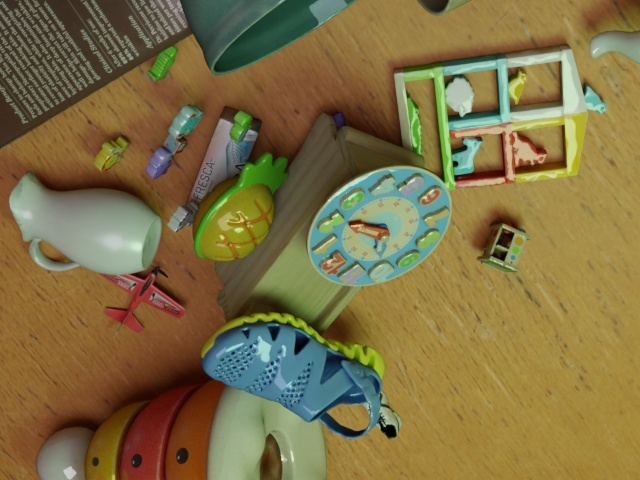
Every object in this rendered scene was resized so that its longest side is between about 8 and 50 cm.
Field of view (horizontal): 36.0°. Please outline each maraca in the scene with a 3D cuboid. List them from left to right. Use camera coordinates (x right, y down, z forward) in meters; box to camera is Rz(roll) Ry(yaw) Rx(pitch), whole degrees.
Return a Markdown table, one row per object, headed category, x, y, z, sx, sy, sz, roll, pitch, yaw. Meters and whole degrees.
| category | x | y | z | sx | sy | sz | roll | pitch | yaw |
| --- | --- | --- | --- | --- | --- | --- | --- | --- | --- |
| maraca | -0.111 | -0.046 | 1.389 | 0.099 | 0.127 | 0.185 | 42 | 106 | 22 |

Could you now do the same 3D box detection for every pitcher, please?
| category | x | y | z | sx | sy | sz | roll | pitch | yaw |
| --- | --- | --- | --- | --- | --- | --- | --- | --- | --- |
| pitcher | -0.350 | -0.004 | 1.484 | 0.207 | 0.125 | 0.177 | 14 | 137 | 7 |

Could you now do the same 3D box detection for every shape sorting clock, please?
| category | x | y | z | sx | sy | sz | roll | pitch | yaw |
| --- | --- | --- | --- | --- | --- | --- | --- | --- | --- |
| shape sorting clock | 0.080 | -0.015 | 1.304 | 0.206 | 0.040 | 0.206 | -11 | 136 | -11 |

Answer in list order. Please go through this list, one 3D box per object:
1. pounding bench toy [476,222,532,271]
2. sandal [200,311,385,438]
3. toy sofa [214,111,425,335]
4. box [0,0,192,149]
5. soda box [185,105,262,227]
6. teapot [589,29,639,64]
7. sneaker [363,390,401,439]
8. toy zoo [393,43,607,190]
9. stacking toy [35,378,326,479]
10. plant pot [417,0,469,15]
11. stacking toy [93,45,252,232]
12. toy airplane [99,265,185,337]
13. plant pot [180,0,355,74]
| category | x | y | z | sx | sy | sz | roll | pitch | yaw |
| --- | --- | --- | --- | --- | --- | --- | --- | --- | --- |
| pounding bench toy | 0.274 | 0.009 | 1.494 | 0.052 | 0.083 | 0.065 | 23 | 83 | -11 |
| sandal | -0.023 | 0.198 | 1.409 | 0.317 | 0.138 | 0.126 | 17 | 127 | -30 |
| toy sofa | 0.000 | 0.000 | 1.446 | 0.150 | 0.177 | 0.362 | 18 | 124 | -33 |
| box | -0.350 | -0.290 | 1.325 | 0.381 | 0.143 | 0.191 | -27 | 112 | 13 |
| soda box | -0.148 | -0.100 | 1.451 | 0.063 | 0.058 | 0.183 | 21 | 116 | -8 |
| teapot | 0.508 | -0.331 | 1.251 | 0.256 | 0.187 | 0.252 | -16 | 138 | -19 |
| sneaker | 0.099 | 0.285 | 1.638 | 0.040 | 0.043 | 0.109 | -34 | 108 | 19 |
| toy zoo | 0.261 | -0.173 | 1.414 | 0.293 | 0.030 | 0.192 | -6 | 116 | 6 |
| stacking toy | -0.256 | 0.372 | 1.590 | 0.480 | 0.350 | 0.350 | -7 | 117 | 24 |
| plant pot | 0.231 | -0.440 | 1.189 | 0.274 | 0.256 | 0.256 | -21 | 114 | -6 |
| stacking toy | -0.211 | -0.141 | 1.397 | 0.167 | 0.052 | 0.221 | 40 | 117 | 10 |
| toy airplane | -0.291 | 0.097 | 1.569 | 0.151 | 0.028 | 0.151 | 2 | 116 | 3 |
| plant pot | -0.056 | -0.353 | 1.141 | 0.293 | 0.293 | 0.196 | -33 | 92 | 17 |
